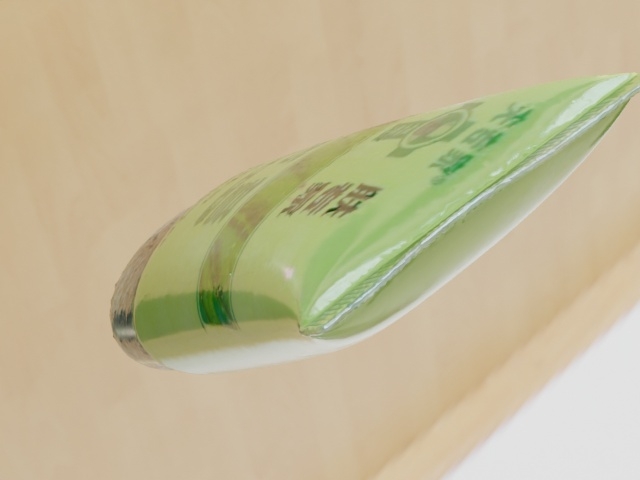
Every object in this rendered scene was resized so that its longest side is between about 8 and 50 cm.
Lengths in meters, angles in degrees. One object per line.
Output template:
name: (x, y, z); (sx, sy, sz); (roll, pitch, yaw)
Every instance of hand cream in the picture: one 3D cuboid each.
hand cream: (0.000, 0.000, 0.429); (0.095, 0.046, 0.175); (-35, -175, -23)
